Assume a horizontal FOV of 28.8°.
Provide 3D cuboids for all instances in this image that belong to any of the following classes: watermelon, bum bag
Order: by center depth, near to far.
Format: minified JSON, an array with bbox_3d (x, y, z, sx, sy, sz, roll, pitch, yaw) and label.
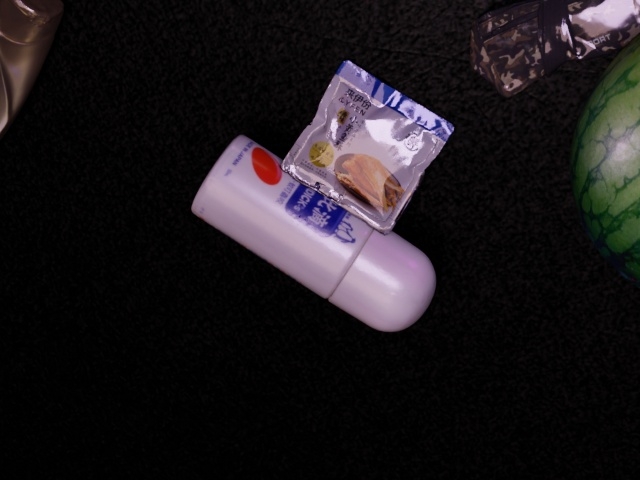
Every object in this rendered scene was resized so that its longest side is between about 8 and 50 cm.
[{"bbox_3d":[0.443,-0.088,1.319,0.363,0.363,0.363,11,123,17],"label":"watermelon"},{"bbox_3d":[0.285,-0.249,1.446,0.248,0.069,0.102,-21,73,33],"label":"bum bag"}]

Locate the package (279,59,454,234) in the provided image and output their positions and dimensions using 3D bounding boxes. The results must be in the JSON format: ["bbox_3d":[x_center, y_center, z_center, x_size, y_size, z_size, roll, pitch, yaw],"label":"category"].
[{"bbox_3d":[0.059,-0.120,1.618,0.171,0.027,0.173,32,105,3],"label":"package"}]

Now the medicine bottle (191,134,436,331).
[{"bbox_3d":[0.000,0.000,1.683,0.341,0.130,0.130,34,127,2],"label":"medicine bottle"}]

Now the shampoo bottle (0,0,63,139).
[{"bbox_3d":[-0.479,-0.228,1.777,0.125,0.084,0.350,39,126,-6],"label":"shampoo bottle"}]
